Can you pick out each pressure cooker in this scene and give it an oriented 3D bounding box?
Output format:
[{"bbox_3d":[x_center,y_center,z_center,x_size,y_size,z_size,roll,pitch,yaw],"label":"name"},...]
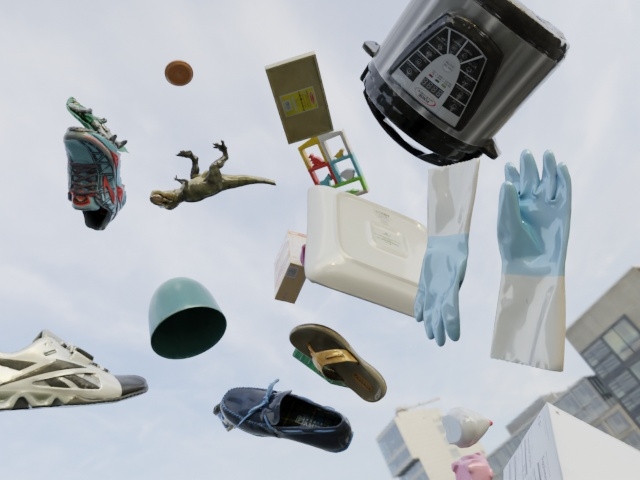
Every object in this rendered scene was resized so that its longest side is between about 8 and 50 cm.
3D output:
[{"bbox_3d":[0.316,-0.393,1.165,0.375,0.370,0.420,15,-49,-31],"label":"pressure cooker"}]

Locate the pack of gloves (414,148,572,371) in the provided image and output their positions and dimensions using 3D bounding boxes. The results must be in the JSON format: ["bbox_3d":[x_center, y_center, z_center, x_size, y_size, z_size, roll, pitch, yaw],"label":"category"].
[{"bbox_3d":[0.173,0.012,0.543,0.046,0.232,0.195,11,-8,-35],"label":"pack of gloves"}]

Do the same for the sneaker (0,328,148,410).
[{"bbox_3d":[-0.473,0.237,0.898,0.122,0.146,0.330,-22,-26,38],"label":"sneaker"}]

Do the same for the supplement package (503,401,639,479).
[{"bbox_3d":[0.391,0.374,0.620,0.145,0.261,0.204,-69,-14,17],"label":"supplement package"}]

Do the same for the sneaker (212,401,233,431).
[{"bbox_3d":[-0.319,0.587,1.629,0.058,0.084,0.152,-37,-23,-22],"label":"sneaker"}]

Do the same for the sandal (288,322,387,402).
[{"bbox_3d":[0.025,0.196,0.761,0.072,0.180,0.049,-54,-6,30],"label":"sandal"}]

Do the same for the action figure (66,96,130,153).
[{"bbox_3d":[-0.669,-0.349,1.419,0.063,0.232,0.137,-51,-14,1],"label":"action figure"}]

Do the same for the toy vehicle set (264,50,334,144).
[{"bbox_3d":[-0.065,-0.458,1.578,0.165,0.035,0.267,-16,-53,1],"label":"toy vehicle set"}]

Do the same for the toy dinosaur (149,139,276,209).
[{"bbox_3d":[-0.235,-0.142,1.023,0.268,0.118,0.064,-16,-1,-24],"label":"toy dinosaur"}]

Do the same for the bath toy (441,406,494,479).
[{"bbox_3d":[0.384,0.584,1.179,0.128,0.349,0.151,1,-18,-24],"label":"bath toy"}]

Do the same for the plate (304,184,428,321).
[{"bbox_3d":[0.108,0.009,0.848,0.277,0.278,0.045,20,-56,-14],"label":"plate"}]

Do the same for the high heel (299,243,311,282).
[{"bbox_3d":[0.000,0.000,1.332,0.082,0.244,0.117,1,-54,24],"label":"high heel"}]

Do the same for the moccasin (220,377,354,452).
[{"bbox_3d":[-0.084,0.404,1.171,0.341,0.138,0.117,5,-46,14],"label":"moccasin"}]

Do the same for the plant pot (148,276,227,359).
[{"bbox_3d":[-0.547,0.287,1.931,0.292,0.235,0.293,-17,-45,-18],"label":"plant pot"}]

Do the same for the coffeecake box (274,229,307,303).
[{"bbox_3d":[-0.090,0.077,1.481,0.068,0.185,0.142,16,-61,-15],"label":"coffeecake box"}]

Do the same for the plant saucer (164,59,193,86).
[{"bbox_3d":[-0.415,-0.490,1.423,0.083,0.013,0.084,-15,-37,-12],"label":"plant saucer"}]

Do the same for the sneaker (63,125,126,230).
[{"bbox_3d":[-0.492,-0.122,1.051,0.104,0.125,0.262,6,-40,2],"label":"sneaker"}]

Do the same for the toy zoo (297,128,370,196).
[{"bbox_3d":[0.039,-0.282,1.772,0.192,0.030,0.293,-16,-70,30],"label":"toy zoo"}]

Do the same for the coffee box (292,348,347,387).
[{"bbox_3d":[0.010,0.390,1.493,0.113,0.184,0.040,32,-96,-45],"label":"coffee box"}]
